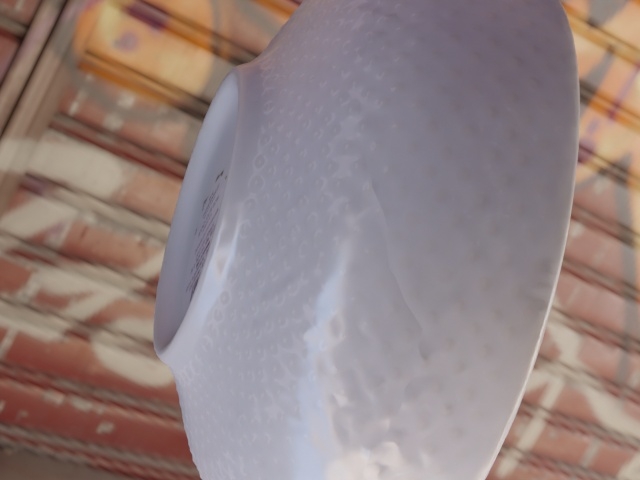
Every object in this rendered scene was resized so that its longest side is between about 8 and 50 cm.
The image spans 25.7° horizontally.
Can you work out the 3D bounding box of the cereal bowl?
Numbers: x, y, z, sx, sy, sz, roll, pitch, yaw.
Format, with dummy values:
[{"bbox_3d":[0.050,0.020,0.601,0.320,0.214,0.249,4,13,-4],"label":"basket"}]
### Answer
[{"bbox_3d":[0.000,0.000,0.751,0.141,0.339,0.339,16,-166,-14],"label":"cereal bowl"}]
